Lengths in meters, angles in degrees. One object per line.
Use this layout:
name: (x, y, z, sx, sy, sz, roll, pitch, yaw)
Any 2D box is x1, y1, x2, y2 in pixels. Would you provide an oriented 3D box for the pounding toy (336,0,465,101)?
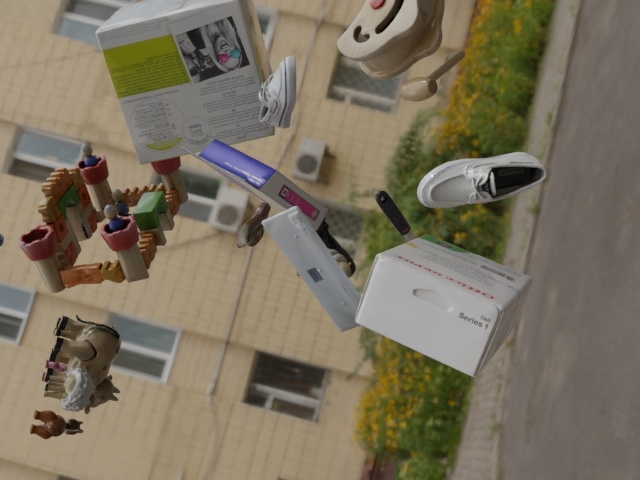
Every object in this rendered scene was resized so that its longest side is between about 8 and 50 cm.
pounding toy: (0.136, -0.336, 1.437, 0.155, 0.154, 0.269, 30, -119, -45)

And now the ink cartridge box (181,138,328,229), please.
ink cartridge box: (-0.131, -0.126, 1.885, 0.069, 0.176, 0.371, -62, -27, 0)

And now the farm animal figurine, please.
farm animal figurine: (-0.522, 0.281, 1.965, 0.326, 0.172, 0.330, 124, 155, -47)

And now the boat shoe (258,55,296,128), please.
boat shoe: (-0.094, -0.308, 1.873, 0.226, 0.076, 0.083, 103, 166, -60)

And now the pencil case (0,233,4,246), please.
pencil case: (-0.642, -0.087, 1.416, 0.119, 0.133, 0.306, -72, -41, -64)

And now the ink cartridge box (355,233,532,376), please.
ink cartridge box: (0.200, 0.091, 1.371, 0.278, 0.201, 0.117, -18, -51, -67)

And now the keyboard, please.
keyboard: (0.000, 0.053, 1.455, 0.256, 0.072, 0.014, 55, -147, -25)

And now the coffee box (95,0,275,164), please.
coffee box: (-0.305, -0.418, 2.135, 0.337, 0.338, 0.334, -92, -12, -65)

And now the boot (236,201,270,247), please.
boot: (-0.133, -0.008, 1.621, 0.114, 0.037, 0.106, -64, -4, -57)

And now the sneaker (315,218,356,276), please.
sneaker: (0.000, 0.000, 2.197, 0.087, 0.227, 0.130, -37, -16, -14)

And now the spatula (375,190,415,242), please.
spatula: (0.187, -0.009, 1.861, 0.084, 0.030, 0.296, -42, -47, -5)

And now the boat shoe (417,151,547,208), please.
boat shoe: (0.323, -0.120, 1.747, 0.084, 0.258, 0.095, -123, 15, -69)

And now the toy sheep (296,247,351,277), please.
toy sheep: (0.002, 0.054, 1.697, 0.091, 0.132, 0.091, -20, -65, -51)

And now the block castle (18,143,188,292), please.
block castle: (-0.535, -0.085, 2.199, 0.453, 0.303, 0.212, -76, -24, -56)
